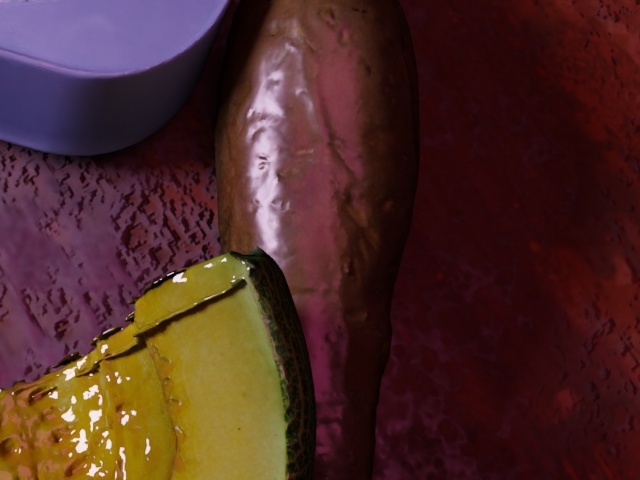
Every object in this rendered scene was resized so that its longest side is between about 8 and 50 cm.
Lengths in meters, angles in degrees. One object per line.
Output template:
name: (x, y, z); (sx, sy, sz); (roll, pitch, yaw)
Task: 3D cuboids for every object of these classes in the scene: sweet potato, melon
sweet potato: (-0.002, 0.004, 1.094); (0.130, 0.130, 0.423); (6, 71, -13)
melon: (-0.084, 0.129, 1.002); (0.129, 0.265, 0.169); (-1, 65, -63)

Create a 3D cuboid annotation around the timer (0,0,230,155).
timer: (-0.214, -0.262, 1.119); (0.395, 0.173, 0.395); (5, 69, -13)
